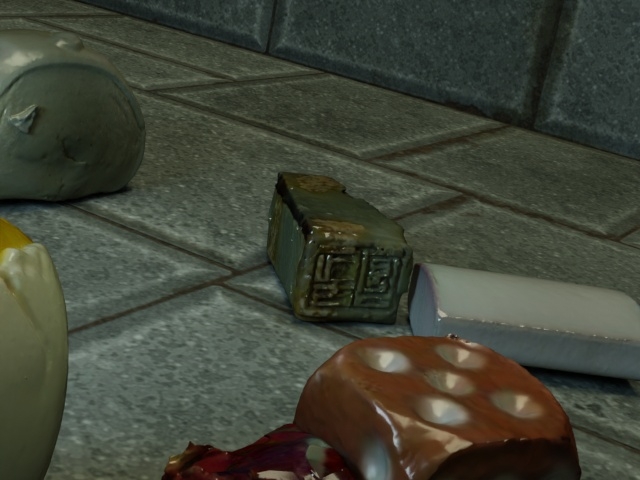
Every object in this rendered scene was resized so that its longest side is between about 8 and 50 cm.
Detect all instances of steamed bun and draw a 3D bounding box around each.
[{"bbox_3d":[-0.441,-0.195,1.668,0.247,0.236,0.383,22,20,36],"label":"steamed bun"}]

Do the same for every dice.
[{"bbox_3d":[0.087,0.187,0.914,0.175,0.174,0.179,1,25,-32],"label":"dice"}]

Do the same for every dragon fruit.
[{"bbox_3d":[-0.058,0.213,0.809,0.161,0.126,0.274,2,19,-28],"label":"dragon fruit"}]

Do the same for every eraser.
[{"bbox_3d":[0.253,0.098,1.408,0.270,0.095,0.174,9,17,-9],"label":"eraser"}]

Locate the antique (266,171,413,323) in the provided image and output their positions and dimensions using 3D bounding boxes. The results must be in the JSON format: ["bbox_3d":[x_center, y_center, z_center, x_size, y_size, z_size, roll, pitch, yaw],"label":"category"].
[{"bbox_3d":[0.000,0.000,1.509,0.150,0.125,0.284,5,19,-21],"label":"antique"}]

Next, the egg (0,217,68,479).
[{"bbox_3d":[-0.333,0.101,0.742,0.345,0.283,0.283,-16,31,-41],"label":"egg"}]
